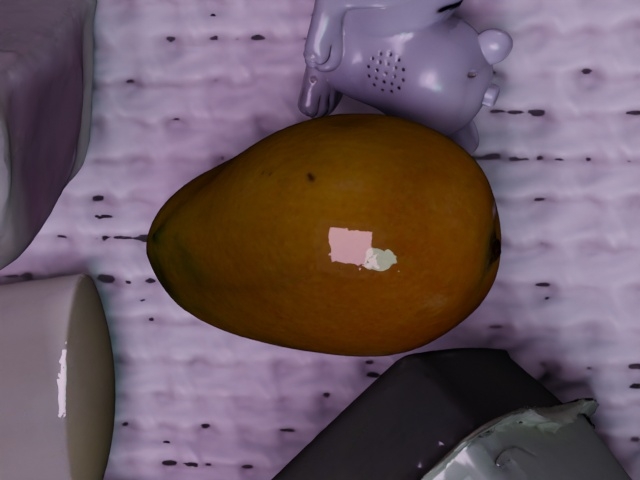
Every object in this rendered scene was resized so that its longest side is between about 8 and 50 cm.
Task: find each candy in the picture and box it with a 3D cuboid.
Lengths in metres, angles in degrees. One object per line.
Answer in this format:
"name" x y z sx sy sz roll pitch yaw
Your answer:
"candy" -0.326 -0.091 1.101 0.358 0.208 0.145 8 114 12

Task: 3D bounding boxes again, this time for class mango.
"mango" 0.007 0.002 1.065 0.175 0.139 0.254 21 164 -27

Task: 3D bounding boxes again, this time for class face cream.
"face cream" -0.304 0.125 1.251 0.348 0.081 0.173 -7 104 18

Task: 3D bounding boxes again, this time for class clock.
"clock" 0.061 -0.143 1.045 0.117 0.080 0.176 16 115 9

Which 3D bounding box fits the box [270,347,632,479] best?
"box" 0.055 0.204 1.100 0.290 0.220 0.166 -45 69 18
